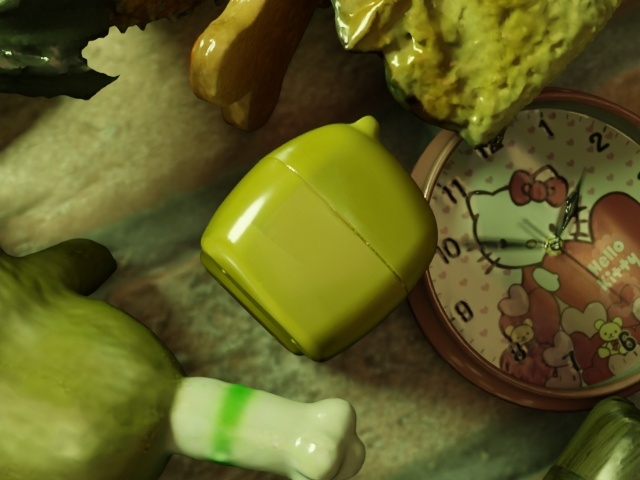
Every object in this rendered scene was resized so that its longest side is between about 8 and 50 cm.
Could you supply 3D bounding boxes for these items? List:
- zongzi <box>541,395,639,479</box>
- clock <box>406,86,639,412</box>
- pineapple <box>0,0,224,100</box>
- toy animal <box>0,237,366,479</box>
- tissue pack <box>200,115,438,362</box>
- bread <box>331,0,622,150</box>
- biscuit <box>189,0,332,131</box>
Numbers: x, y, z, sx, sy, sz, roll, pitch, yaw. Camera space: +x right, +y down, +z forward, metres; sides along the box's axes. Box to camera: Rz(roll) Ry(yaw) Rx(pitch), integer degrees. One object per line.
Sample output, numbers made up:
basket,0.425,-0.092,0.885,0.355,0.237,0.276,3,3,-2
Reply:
zongzi,0.227,0.252,0.551,0.242,0.112,0.221,37,87,-6
clock,0.175,0.005,0.610,0.245,0.056,0.244,1,83,-7
pineapple,-0.178,-0.154,0.484,0.165,0.165,0.364,45,58,0
toy animal,-0.171,0.089,0.495,0.363,0.180,0.181,30,86,-10
tissue pack,0.000,0.000,0.522,0.127,0.178,0.123,-43,92,-9
bread,0.126,-0.199,0.551,0.174,0.133,0.251,42,59,-17
biscuit,-0.014,-0.194,0.558,0.036,0.165,0.250,27,87,7
